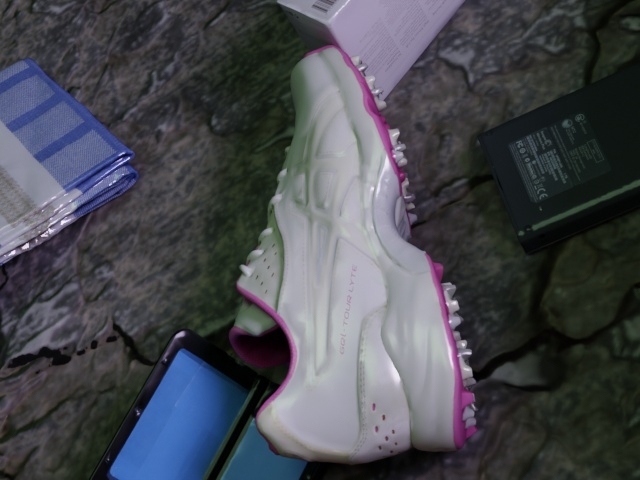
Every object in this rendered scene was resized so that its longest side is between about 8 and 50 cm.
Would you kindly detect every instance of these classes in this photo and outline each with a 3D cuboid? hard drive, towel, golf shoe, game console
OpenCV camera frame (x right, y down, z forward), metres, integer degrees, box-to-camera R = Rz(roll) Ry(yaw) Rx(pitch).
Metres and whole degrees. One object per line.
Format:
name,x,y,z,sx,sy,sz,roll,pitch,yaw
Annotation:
hard drive,0.177,-0.058,0.774,0.135,0.022,0.094,-24,52,12
towel,-0.304,-0.026,0.962,0.285,0.034,0.209,-37,49,-15
golf shoe,0.000,0.000,0.759,0.140,0.115,0.306,-16,52,3
game console,-0.062,0.132,0.745,0.107,0.071,0.122,17,70,34

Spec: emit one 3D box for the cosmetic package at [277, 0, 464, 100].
cosmetic package,0.078,-0.223,0.883,0.060,0.099,0.239,31,77,39
